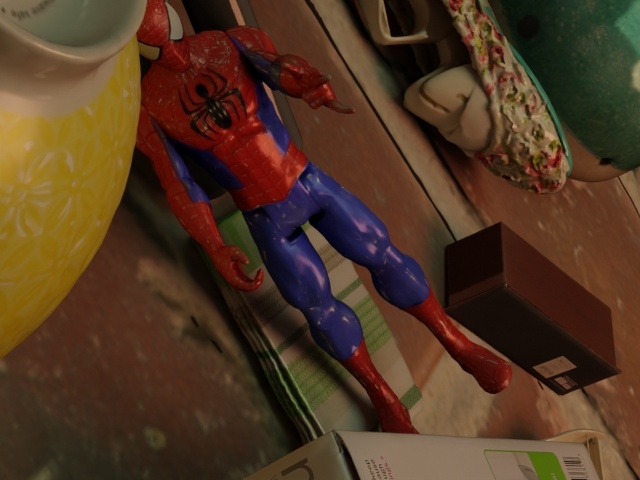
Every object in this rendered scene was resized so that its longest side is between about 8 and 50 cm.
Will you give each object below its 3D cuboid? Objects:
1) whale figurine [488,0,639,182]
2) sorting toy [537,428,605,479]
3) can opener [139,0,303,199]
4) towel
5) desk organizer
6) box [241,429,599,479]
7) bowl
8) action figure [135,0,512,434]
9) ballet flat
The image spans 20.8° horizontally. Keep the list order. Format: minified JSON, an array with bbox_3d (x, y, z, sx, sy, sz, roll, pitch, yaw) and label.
[{"bbox_3d":[0.181,-0.178,1.213,0.216,0.141,0.272,23,48,-48],"label":"whale figurine"},{"bbox_3d":[0.138,0.154,1.050,0.075,0.045,0.083,20,55,-39],"label":"sorting toy"},{"bbox_3d":[-0.088,-0.156,0.840,0.095,0.076,0.283,-118,-175,-56],"label":"can opener"},{"bbox_3d":[-0.005,0.046,0.935,0.152,0.023,0.113,61,32,-4],"label":"towel"},{"bbox_3d":[0.135,0.044,1.103,0.130,0.047,0.050,36,42,-38],"label":"desk organizer"},{"bbox_3d":[0.073,0.229,0.793,0.231,0.127,0.262,10,54,-53],"label":"box"},{"bbox_3d":[-0.160,-0.092,0.677,0.289,0.156,0.289,32,46,-41],"label":"bowl"},{"bbox_3d":[0.000,0.000,0.814,0.280,0.091,0.139,52,0,-25],"label":"action figure"},{"bbox_3d":[0.073,-0.126,1.108,0.077,0.091,0.241,-27,89,-26],"label":"ballet flat"}]
